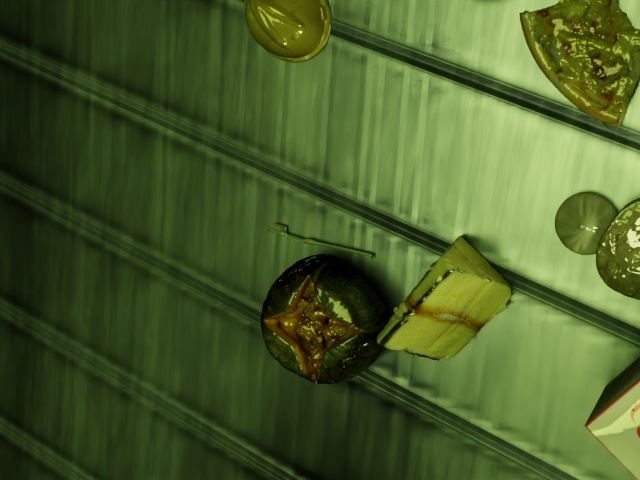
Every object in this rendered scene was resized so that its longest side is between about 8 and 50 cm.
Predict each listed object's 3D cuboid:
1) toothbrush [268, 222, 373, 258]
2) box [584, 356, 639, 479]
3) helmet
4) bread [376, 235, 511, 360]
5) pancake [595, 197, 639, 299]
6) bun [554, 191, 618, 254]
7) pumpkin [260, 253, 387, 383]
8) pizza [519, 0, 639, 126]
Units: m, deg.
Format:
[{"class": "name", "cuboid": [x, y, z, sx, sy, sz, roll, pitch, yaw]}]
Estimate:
[{"class": "toothbrush", "cuboid": [-0.001, 0.006, 2.021, 0.294, 0.026, 0.028, 18, 90, 22]}, {"class": "box", "cuboid": [0.748, 0.342, 1.570, 0.300, 0.314, 0.312, 46, 113, 15]}, {"class": "helmet", "cuboid": [-0.105, -0.546, 1.926, 0.257, 0.140, 0.205, 48, 114, 8]}, {"class": "bread", "cuboid": [0.274, 0.158, 1.800, 0.198, 0.236, 0.263, 43, 113, 14]}, {"class": "pancake", "cuboid": [0.689, 0.022, 1.675, 0.242, 0.050, 0.241, 3, 108, 10]}, {"class": "bun", "cuboid": [0.565, -0.035, 1.717, 0.138, 0.094, 0.138, 2, 96, 26]}, {"class": "pumpkin", "cuboid": [0.006, 0.198, 1.955, 0.321, 0.192, 0.320, 3, 99, 22]}, {"class": "pizza", "cuboid": [0.566, -0.400, 1.667, 0.223, 0.089, 0.323, -42, 81, 27]}]
